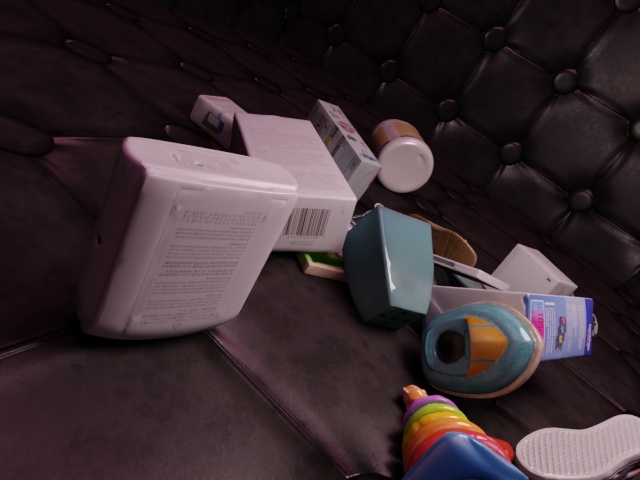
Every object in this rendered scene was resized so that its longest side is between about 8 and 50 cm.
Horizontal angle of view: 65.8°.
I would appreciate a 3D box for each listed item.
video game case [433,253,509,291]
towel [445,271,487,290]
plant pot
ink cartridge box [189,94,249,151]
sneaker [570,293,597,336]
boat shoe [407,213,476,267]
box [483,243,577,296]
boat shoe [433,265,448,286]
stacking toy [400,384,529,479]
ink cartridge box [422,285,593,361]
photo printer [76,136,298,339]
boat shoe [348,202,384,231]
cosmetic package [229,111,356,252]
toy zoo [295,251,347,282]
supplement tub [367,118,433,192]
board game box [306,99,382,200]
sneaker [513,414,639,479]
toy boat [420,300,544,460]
[{"bbox_3d":[0.374,0.075,1.427,0.285,0.025,0.204,22,0,45],"label":"video game case"},{"bbox_3d":[0.586,0.220,1.573,0.369,0.040,0.272,20,28,-27],"label":"towel"},{"bbox_3d":[0.163,0.077,1.163,0.165,0.165,0.235,16,54,-28],"label":"plant pot"},{"bbox_3d":[-0.284,-0.366,1.573,0.212,0.093,0.154,41,26,15],"label":"ink cartridge box"},{"bbox_3d":[0.930,0.256,1.863,0.110,0.107,0.275,35,21,-46],"label":"sneaker"},{"bbox_3d":[0.416,0.000,1.693,0.285,0.105,0.089,41,18,28],"label":"boat shoe"},{"bbox_3d":[0.637,0.139,1.515,0.119,0.181,0.182,15,30,-37],"label":"box"},{"bbox_3d":[0.254,0.102,1.373,0.227,0.068,0.081,14,60,-31],"label":"boat shoe"},{"bbox_3d":[0.195,0.330,0.828,0.175,0.166,0.302,37,9,-11],"label":"stacking toy"},{"bbox_3d":[0.477,0.197,1.210,0.395,0.151,0.269,6,-4,-40],"label":"ink cartridge box"},{"bbox_3d":[-0.198,0.018,0.715,0.255,0.308,0.107,2,37,-43],"label":"photo printer"},{"bbox_3d":[0.168,-0.044,1.457,0.306,0.105,0.113,12,34,-47],"label":"boat shoe"},{"bbox_3d":[-0.095,-0.163,1.280,0.229,0.162,0.453,2,35,-19],"label":"cosmetic package"},{"bbox_3d":[0.000,0.000,1.304,0.192,0.030,0.293,15,30,-32],"label":"toy zoo"},{"bbox_3d":[0.331,-0.372,2.114,0.240,0.241,0.331,24,26,-16],"label":"supplement tub"},{"bbox_3d":[0.031,-0.248,1.520,0.097,0.224,0.304,4,45,-41],"label":"board game box"},{"bbox_3d":[0.533,0.455,1.002,0.320,0.128,0.126,-4,30,-14],"label":"sneaker"},{"bbox_3d":[0.301,0.272,0.956,0.148,0.267,0.319,21,59,-36],"label":"toy boat"}]
